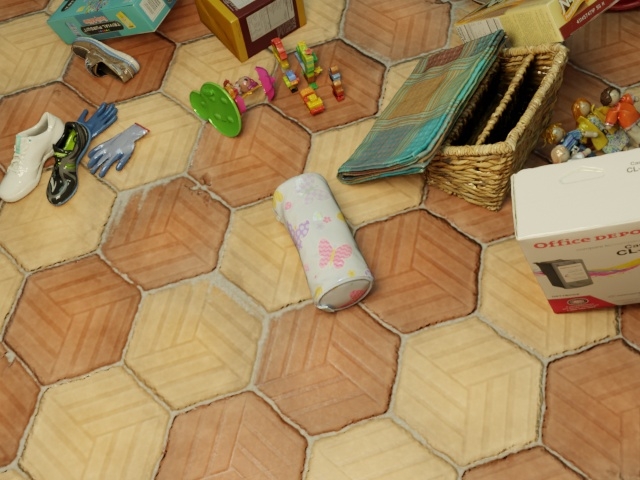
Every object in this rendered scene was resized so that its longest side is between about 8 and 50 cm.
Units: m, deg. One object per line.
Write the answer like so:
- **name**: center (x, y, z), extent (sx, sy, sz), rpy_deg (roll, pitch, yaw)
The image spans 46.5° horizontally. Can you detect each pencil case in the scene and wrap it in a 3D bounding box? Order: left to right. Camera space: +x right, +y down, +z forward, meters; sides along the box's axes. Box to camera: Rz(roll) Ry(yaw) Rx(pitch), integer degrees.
- **pencil case**: center (0.000, 0.000, 1.424), extent (0.124, 0.113, 0.273), rpy_deg (-26, 60, 1)

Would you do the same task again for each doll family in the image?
- **doll family**: center (0.527, -0.190, 1.476), extent (0.163, 0.118, 0.263), rpy_deg (44, 75, -3)

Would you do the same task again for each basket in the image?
- **basket**: center (0.327, -0.253, 1.474), extent (0.214, 0.223, 0.299), rpy_deg (26, 67, 19)

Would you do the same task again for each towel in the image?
- **towel**: center (0.200, -0.268, 1.507), extent (0.271, 0.040, 0.370), rpy_deg (-4, 46, 56)

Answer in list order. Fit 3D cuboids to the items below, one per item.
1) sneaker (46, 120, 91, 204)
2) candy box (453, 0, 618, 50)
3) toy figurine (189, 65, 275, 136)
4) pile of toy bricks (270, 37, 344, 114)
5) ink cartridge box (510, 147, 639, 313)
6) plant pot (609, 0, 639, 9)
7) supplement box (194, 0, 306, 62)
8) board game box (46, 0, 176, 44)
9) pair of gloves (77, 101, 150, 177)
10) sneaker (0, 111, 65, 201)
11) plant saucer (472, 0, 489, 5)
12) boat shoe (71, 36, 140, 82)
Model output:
- **sneaker**: center (-0.548, -0.167, 1.585), extent (0.067, 0.078, 0.188), rpy_deg (12, 81, 16)
- **candy box**: center (0.448, -0.482, 1.566), extent (0.183, 0.087, 0.316), rpy_deg (-36, 20, -15)
- **toy figurine**: center (-0.179, -0.326, 1.652), extent (0.173, 0.130, 0.159), rpy_deg (19, 46, 43)
- **pile of toy bricks**: center (-0.029, -0.391, 1.657), extent (0.118, 0.105, 0.212), rpy_deg (-25, 61, -9)
- **ink cartridge box**: center (0.462, -0.003, 1.236), extent (0.226, 0.306, 0.131), rpy_deg (-11, 60, 25)
- **plant pot**: center (0.682, -0.651, 1.688), extent (0.191, 0.191, 0.174), rpy_deg (-5, 55, 3)
- **supplement box**: center (-0.170, -0.563, 1.757), extent (0.194, 0.129, 0.191), rpy_deg (-34, 62, -14)
- **board game box**: center (-0.458, -0.590, 1.758), extent (0.336, 0.079, 0.253), rpy_deg (5, 57, 39)
- **pair of gloves**: center (-0.483, -0.227, 1.657), extent (0.198, 0.023, 0.159), rpy_deg (33, 70, 26)
- **sneaker**: center (-0.633, -0.185, 1.599), extent (0.080, 0.094, 0.212), rpy_deg (25, 74, 23)
- **plant saucer**: center (0.415, -0.616, 1.787), extent (0.169, 0.029, 0.168), rpy_deg (-3, 59, 5)
- **boat shoe**: center (-0.518, -0.422, 1.748), extent (0.183, 0.066, 0.066), rpy_deg (21, 66, 17)
